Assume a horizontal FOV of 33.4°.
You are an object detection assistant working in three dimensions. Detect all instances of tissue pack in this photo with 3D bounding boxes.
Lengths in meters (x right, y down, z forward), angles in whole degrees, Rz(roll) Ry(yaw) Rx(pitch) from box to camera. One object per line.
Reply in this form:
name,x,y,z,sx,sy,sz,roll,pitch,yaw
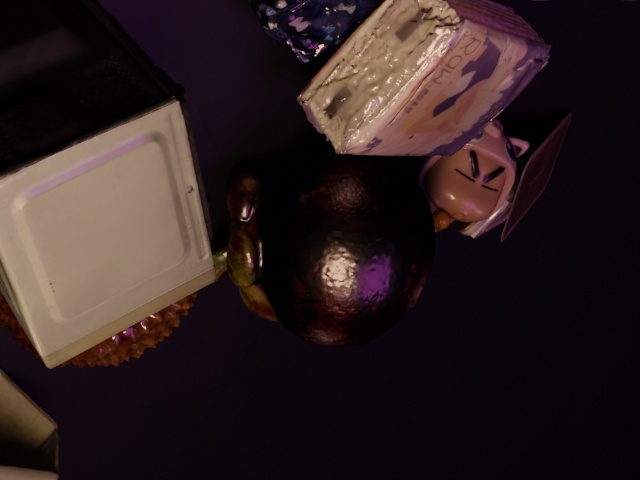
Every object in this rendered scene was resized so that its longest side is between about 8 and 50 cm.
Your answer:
tissue pack,0.149,-0.225,1.452,0.242,0.125,0.343,-45,160,25

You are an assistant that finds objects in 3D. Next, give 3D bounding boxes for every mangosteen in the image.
mangosteen,0.010,-0.007,1.515,0.297,0.313,0.297,-52,-177,4

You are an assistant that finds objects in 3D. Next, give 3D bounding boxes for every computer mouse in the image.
computer mouse,0.310,-0.066,1.870,0.126,0.056,0.245,-47,168,25

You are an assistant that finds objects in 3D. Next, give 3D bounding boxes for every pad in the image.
pad,0.380,-0.114,1.865,0.266,0.002,0.176,-42,151,-50

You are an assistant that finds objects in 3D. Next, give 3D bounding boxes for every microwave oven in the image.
microwave oven,-0.272,-0.108,1.051,0.218,0.355,0.286,-27,141,-21

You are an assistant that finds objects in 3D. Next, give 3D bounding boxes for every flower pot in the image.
flower pot,-0.476,0.291,1.389,0.209,0.239,0.190,37,100,-25

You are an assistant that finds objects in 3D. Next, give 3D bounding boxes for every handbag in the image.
handbag,0.022,-0.347,1.298,0.260,0.113,0.162,-42,153,-5

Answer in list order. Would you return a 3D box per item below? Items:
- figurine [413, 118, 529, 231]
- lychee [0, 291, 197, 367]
figurine,0.208,-0.070,1.716,0.176,0.186,0.287,29,124,-28
lychee,-0.277,0.029,1.295,0.267,0.267,0.268,-26,141,-23
